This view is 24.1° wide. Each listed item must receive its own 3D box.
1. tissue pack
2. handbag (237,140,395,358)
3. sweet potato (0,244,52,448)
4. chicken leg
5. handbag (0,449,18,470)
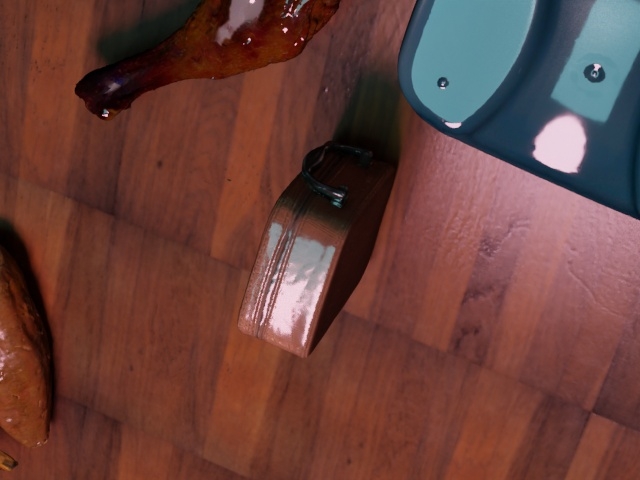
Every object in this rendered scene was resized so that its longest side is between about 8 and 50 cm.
[{"bbox_3d":[0.214,-0.141,1.109,0.287,0.206,0.198,23,116,10],"label":"tissue pack"},{"bbox_3d":[0.000,0.000,1.284,0.072,0.193,0.151,23,120,10],"label":"handbag"},{"bbox_3d":[-0.333,0.114,1.564,0.097,0.097,0.252,4,121,23],"label":"sweet potato"},{"bbox_3d":[-0.073,-0.213,1.258,0.158,0.096,0.407,43,127,0],"label":"chicken leg"},{"bbox_3d":[-0.501,0.113,1.562,0.283,0.133,0.401,0,129,38],"label":"handbag"}]
